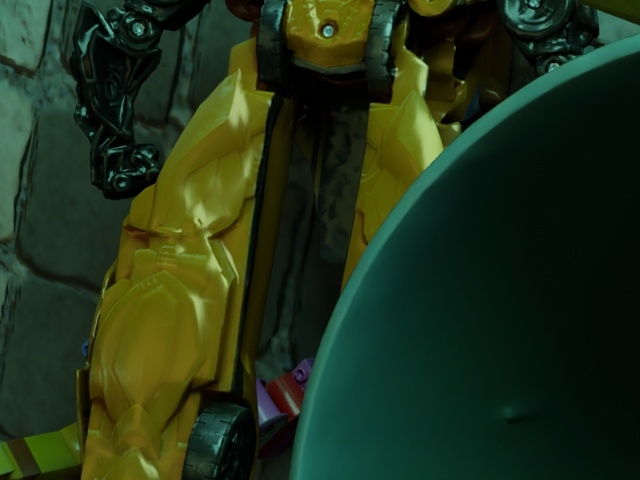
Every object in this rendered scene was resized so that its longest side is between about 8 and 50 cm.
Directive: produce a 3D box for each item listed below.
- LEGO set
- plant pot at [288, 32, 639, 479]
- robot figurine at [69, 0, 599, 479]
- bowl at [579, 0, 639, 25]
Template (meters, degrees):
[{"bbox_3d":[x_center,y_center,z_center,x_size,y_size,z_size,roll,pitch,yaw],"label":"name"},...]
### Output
[{"bbox_3d":[-0.108,0.104,0.844,0.227,0.093,0.087,-47,67,30],"label":"LEGO set"},{"bbox_3d":[0.175,0.084,0.539,0.293,0.235,0.293,4,96,36],"label":"plant pot"},{"bbox_3d":[0.000,0.000,0.719,0.211,0.085,0.291,8,84,17],"label":"robot figurine"},{"bbox_3d":[0.197,-0.162,0.503,0.156,0.289,0.289,28,111,11],"label":"bowl"}]
